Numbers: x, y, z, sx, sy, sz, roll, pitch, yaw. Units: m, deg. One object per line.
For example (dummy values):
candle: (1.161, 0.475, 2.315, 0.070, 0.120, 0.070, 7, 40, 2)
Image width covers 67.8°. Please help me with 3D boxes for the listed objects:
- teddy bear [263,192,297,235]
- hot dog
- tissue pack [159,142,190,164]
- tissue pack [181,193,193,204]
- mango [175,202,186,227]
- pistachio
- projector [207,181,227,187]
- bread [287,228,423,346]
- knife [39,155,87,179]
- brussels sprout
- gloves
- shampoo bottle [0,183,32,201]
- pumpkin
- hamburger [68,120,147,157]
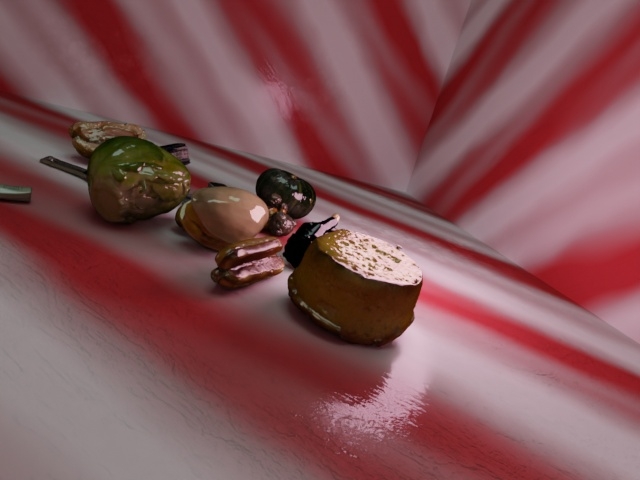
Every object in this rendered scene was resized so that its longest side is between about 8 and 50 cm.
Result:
teddy bear: (-0.194, -0.087, 1.973, 0.190, 0.140, 0.177, 35, 50, 29)
hot dog: (-0.219, 0.063, 1.425, 0.100, 0.135, 0.337, 0, 8, 26)
tissue pack: (-0.791, -0.378, 2.237, 0.244, 0.123, 0.332, -5, 13, 14)
tissue pack: (-0.487, -0.151, 2.003, 0.156, 0.051, 0.112, 23, 15, 23)
mango: (-0.436, -0.087, 1.736, 0.125, 0.111, 0.233, 27, 17, 18)
pistachio: (-0.313, -0.082, 1.609, 0.308, 0.230, 0.230, 6, 19, -39)
projector: (-0.471, -0.214, 2.167, 0.083, 0.082, 0.083, 5, 20, -32)
bread: (0.105, 0.130, 1.373, 0.398, 0.215, 0.398, 17, 21, -7)
knife: (-1.007, -0.290, 1.961, 0.365, 0.043, 0.089, 21, 16, 17)
brussels sprout: (-0.646, -0.204, 1.652, 0.314, 0.276, 0.371, 33, 25, 7)
gloves: (-0.008, -0.003, 1.729, 0.301, 0.197, 0.152, -3, 36, -47)
shampoo bottle: (-1.024, -0.157, 1.486, 0.212, 0.049, 0.072, 5, 24, -33)
pumpkin: (-0.167, -0.219, 2.283, 0.300, 0.207, 0.300, 27, 6, -3)
hamburger: (-1.016, -0.462, 2.266, 0.329, 0.162, 0.209, -12, -1, -37)
